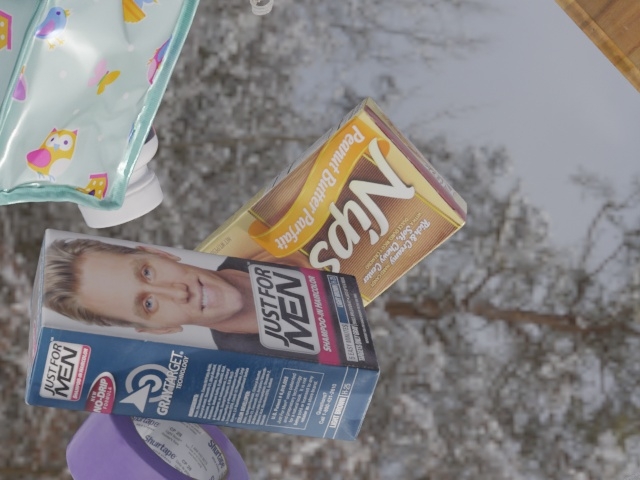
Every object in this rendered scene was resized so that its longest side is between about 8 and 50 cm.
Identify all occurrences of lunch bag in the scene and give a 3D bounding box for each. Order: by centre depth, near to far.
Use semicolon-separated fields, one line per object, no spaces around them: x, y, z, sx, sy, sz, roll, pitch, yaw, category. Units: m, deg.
-0.204;-0.181;0.941;0.223;0.160;0.262;36;-66;36;lunch bag

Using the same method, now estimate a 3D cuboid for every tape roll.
-0.174;0.243;1.484;0.080;0.189;0.189;-52;-144;14;tape roll

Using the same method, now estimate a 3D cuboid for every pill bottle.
-0.217;-0.115;1.296;0.108;0.108;0.193;27;-42;63;pill bottle

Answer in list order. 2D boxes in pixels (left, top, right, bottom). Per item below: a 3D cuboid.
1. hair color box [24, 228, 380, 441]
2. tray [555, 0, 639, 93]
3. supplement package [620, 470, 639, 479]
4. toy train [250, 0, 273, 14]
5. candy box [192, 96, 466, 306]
-0.126;0.099;1.440;0.174;0.347;0.105;-104;-153;-55;hair color box
0.375;-0.304;1.127;0.203;0.076;0.411;46;-54;-4;tray
0.281;0.301;1.197;0.177;0.175;0.293;65;-29;15;supplement package
-0.118;-0.277;1.553;0.046;0.166;0.125;50;41;-58;toy train
0.000;0.000;1.663;0.316;0.183;0.087;-41;-171;15;candy box
